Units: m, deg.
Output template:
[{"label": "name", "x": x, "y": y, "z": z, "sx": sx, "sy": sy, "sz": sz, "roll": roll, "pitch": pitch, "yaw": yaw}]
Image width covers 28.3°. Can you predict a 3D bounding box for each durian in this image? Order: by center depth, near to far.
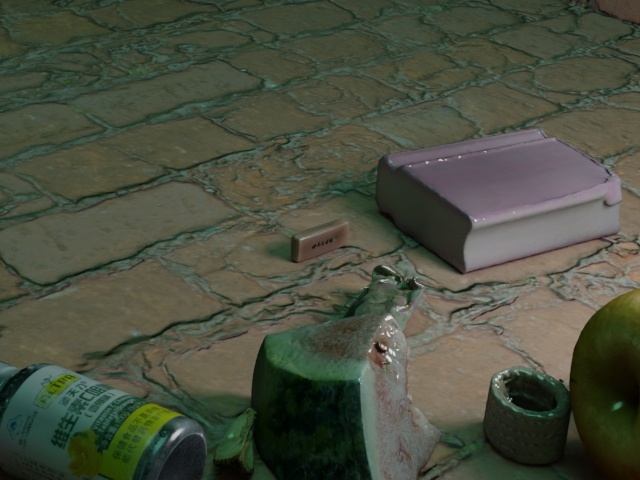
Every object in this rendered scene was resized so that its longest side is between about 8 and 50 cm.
[{"label": "durian", "x": -0.106, "y": 0.251, "z": 1.577, "sx": 0.052, "sy": 0.066, "sz": 0.130, "roll": 5, "pitch": 18, "yaw": -1}]

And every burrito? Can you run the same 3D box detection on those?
[{"label": "burrito", "x": 0.073, "y": 0.129, "z": 1.840, "sx": 0.096, "sy": 0.066, "sz": 0.309, "roll": 15, "pitch": 32, "yaw": 13}]

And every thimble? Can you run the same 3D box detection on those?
[{"label": "thimble", "x": 0.270, "y": 0.230, "z": 1.658, "sx": 0.102, "sy": 0.090, "sz": 0.115, "roll": -9, "pitch": 32, "yaw": -18}]

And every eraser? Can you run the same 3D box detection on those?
[{"label": "eraser", "x": 0.318, "y": -0.081, "z": 2.226, "sx": 0.359, "sy": 0.122, "sz": 0.272, "roll": -13, "pitch": 32, "yaw": -29}]

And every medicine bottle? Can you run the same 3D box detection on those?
[{"label": "medicine bottle", "x": -0.289, "y": 0.232, "z": 1.498, "sx": 0.293, "sy": 0.141, "sz": 0.141, "roll": 17, "pitch": 30, "yaw": 23}]

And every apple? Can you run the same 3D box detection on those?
[{"label": "apple", "x": 0.446, "y": 0.190, "z": 1.566, "sx": 0.233, "sy": 0.286, "sz": 0.286, "roll": 0, "pitch": 26, "yaw": -32}]

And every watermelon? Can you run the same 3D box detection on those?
[{"label": "watermelon", "x": 0.033, "y": 0.223, "z": 1.605, "sx": 0.232, "sy": 0.193, "sz": 0.310, "roll": -25, "pitch": 23, "yaw": -14}]

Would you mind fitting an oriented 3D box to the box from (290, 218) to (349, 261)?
[{"label": "box", "x": 0.000, "y": 0.000, "z": 2.092, "sx": 0.115, "sy": 0.048, "sz": 0.025, "roll": -19, "pitch": 32, "yaw": -40}]
